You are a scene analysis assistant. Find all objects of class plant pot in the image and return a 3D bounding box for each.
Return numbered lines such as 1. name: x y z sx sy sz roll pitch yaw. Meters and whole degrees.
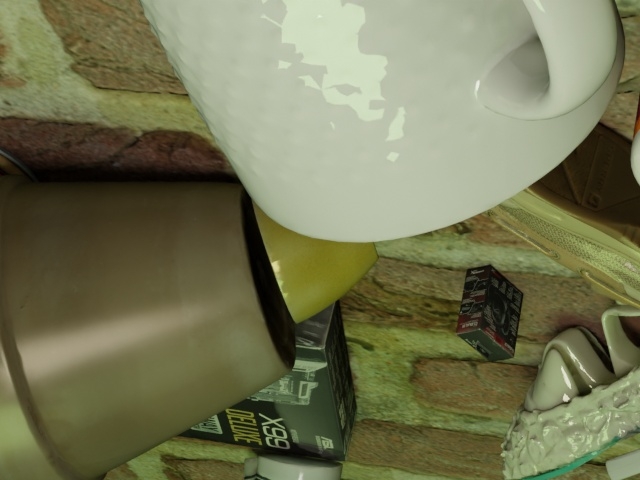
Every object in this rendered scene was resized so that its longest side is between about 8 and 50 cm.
1. plant pot: 0.000 0.000 1.463 0.095 0.134 0.134 -19 145 2
2. plant pot: -0.183 0.067 1.495 0.280 0.323 0.323 -15 144 7

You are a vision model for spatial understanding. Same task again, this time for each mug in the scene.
1. mug: 0.032 -0.190 0.898 0.374 0.276 0.328 38 162 51

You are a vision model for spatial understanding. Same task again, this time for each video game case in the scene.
1. video game case: 0.421 0.174 1.510 0.227 0.026 0.206 -9 164 -44

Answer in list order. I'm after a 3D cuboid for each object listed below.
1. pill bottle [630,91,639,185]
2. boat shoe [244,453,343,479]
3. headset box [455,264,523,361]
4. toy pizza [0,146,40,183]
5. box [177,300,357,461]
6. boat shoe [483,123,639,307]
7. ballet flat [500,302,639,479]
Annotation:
1. pill bottle: 0.274 -0.130 1.002 0.121 0.221 0.121 11 151 6
2. boat shoe: -0.046 0.326 1.963 0.108 0.102 0.301 8 169 -14
3. headset box: 0.169 0.077 1.542 0.032 0.083 0.062 -14 140 40
4. toy pizza: -0.384 -0.056 1.611 0.201 0.032 0.201 11 150 6
5. box: -0.091 0.146 1.782 0.242 0.077 0.307 8 150 10
6. boat shoe: 0.283 -0.001 1.338 0.341 0.122 0.110 32 152 -9
7. ballet flat: 0.309 0.129 1.553 0.147 0.147 0.409 29 144 -23
